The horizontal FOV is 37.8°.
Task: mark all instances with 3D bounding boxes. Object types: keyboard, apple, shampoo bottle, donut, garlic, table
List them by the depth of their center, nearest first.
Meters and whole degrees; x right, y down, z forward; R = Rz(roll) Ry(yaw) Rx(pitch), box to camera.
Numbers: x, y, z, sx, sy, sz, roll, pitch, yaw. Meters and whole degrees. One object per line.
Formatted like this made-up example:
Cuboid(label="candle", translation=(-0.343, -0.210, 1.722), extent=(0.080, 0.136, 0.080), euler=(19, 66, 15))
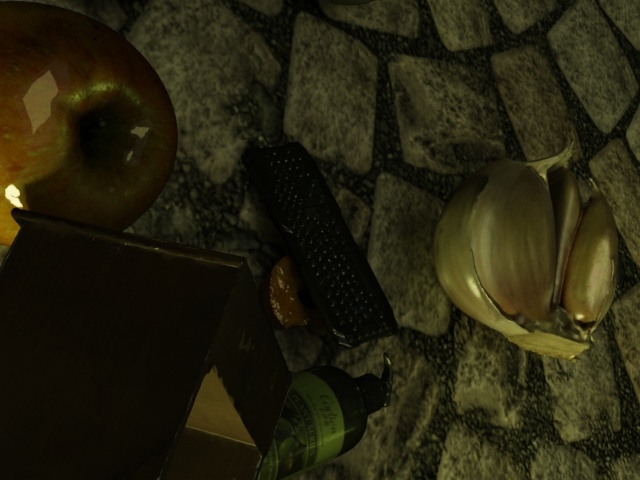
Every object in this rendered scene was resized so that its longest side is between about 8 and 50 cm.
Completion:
Cuboid(label="table", translation=(-0.169, 0.169, 0.740), extent=(0.250, 0.196, 0.282), euler=(77, 28, -61))
Cuboid(label="apple", translation=(-0.252, -0.101, 0.829), extent=(0.237, 0.207, 0.237), euler=(-8, 101, -48))
Cuboid(label="shampoo bottle", translation=(-0.025, 0.192, 0.985), extent=(0.284, 0.101, 0.101), euler=(-13, 87, -42))
Cuboid(label="donut", translation=(-0.021, 0.062, 1.065), extent=(0.108, 0.043, 0.097), euler=(19, 66, -33))
Cuboid(label="keyboard", translation=(0.000, 0.000, 1.067), extent=(0.106, 0.016, 0.262), euler=(-13, 69, -41))
Cuboid(label="garlic", translation=(0.262, 0.011, 1.186), extent=(0.210, 0.237, 0.292), euler=(47, 37, -78))

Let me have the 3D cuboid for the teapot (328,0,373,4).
Cuboid(label="teapot", translation=(0.024, -0.388, 1.177), extent=(0.193, 0.129, 0.294), euler=(53, 53, -16))
